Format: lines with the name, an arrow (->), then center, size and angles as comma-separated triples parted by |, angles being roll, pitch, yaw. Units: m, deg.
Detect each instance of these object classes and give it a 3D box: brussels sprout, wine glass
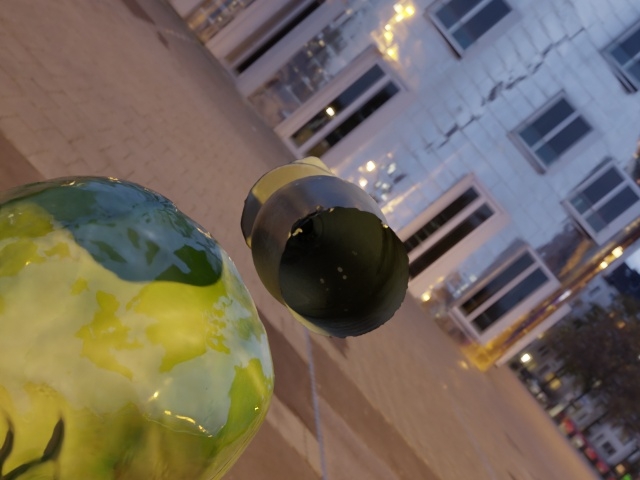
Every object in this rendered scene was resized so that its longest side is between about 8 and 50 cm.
brussels sprout -> -0.215, 0.095, 0.692 | 0.354, 0.289, 0.281 | 1, 60, -26
wine glass -> 0.000, 0.000, 0.597 | 0.103, 0.103, 0.222 | 49, 0, -15
